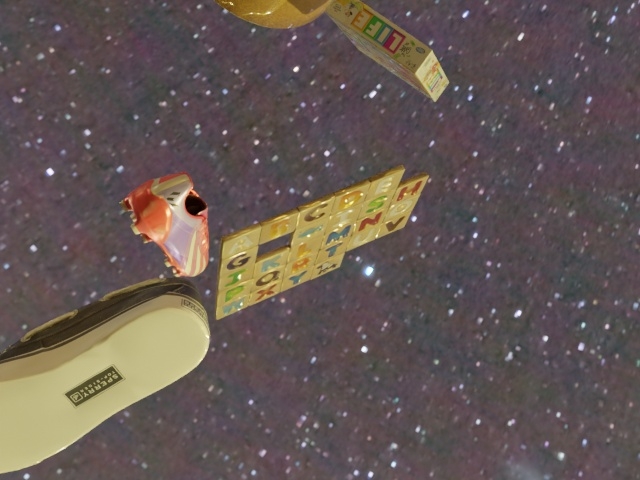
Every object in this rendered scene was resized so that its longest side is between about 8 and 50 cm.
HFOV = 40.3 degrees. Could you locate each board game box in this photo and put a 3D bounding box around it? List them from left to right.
[{"bbox_3d":[0.069,-0.185,0.843,0.103,0.154,0.026,37,-82,12],"label":"board game box"}]

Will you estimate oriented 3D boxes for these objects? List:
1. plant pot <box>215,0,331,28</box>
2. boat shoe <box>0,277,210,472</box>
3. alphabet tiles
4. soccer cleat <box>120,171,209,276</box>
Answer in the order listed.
[{"bbox_3d":[0.002,-0.368,0.858,0.237,0.237,0.254,53,-35,-14],"label":"plant pot"},{"bbox_3d":[-0.250,0.123,0.849,0.301,0.102,0.108,-29,-63,2],"label":"boat shoe"},{"bbox_3d":[0.000,0.000,0.913,0.009,0.237,0.198,61,-20,20],"label":"alphabet tiles"},{"bbox_3d":[-0.178,-0.017,1.147,0.083,0.095,0.248,63,1,21],"label":"soccer cleat"}]
